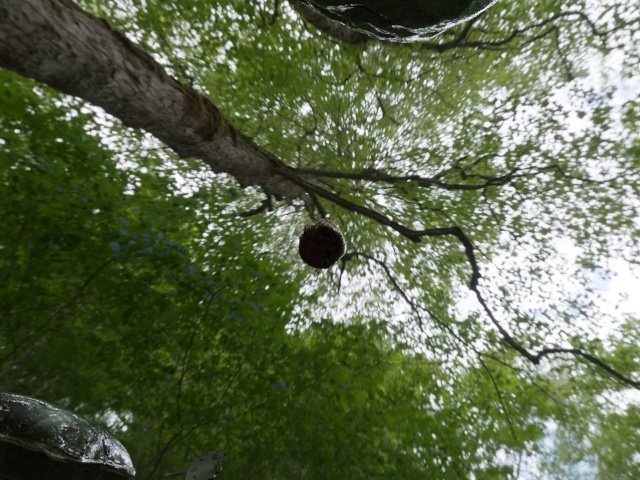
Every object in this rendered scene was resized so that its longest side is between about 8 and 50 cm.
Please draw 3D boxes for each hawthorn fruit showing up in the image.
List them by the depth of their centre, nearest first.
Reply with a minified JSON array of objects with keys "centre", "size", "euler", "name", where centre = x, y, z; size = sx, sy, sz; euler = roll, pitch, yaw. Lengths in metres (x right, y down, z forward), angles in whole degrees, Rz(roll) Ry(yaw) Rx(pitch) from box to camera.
[{"centre":[0.002,0.004,0.636],"size":[0.077,0.077,0.077],"euler":[1,-84,5],"name":"hawthorn fruit"}]

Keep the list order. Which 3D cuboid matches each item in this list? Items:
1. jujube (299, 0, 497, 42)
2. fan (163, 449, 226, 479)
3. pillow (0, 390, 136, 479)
[{"centre":[0.061,-0.350,0.447],"size":[0.307,0.215,0.247],"euler":[28,-65,-16],"name":"jujube"},{"centre":[-0.158,0.286,0.542],"size":[0.083,0.056,0.004],"euler":[-16,-77,7],"name":"fan"},{"centre":[-0.204,0.142,0.311],"size":[0.135,0.091,0.055],"euler":[13,-95,16],"name":"pillow"}]
